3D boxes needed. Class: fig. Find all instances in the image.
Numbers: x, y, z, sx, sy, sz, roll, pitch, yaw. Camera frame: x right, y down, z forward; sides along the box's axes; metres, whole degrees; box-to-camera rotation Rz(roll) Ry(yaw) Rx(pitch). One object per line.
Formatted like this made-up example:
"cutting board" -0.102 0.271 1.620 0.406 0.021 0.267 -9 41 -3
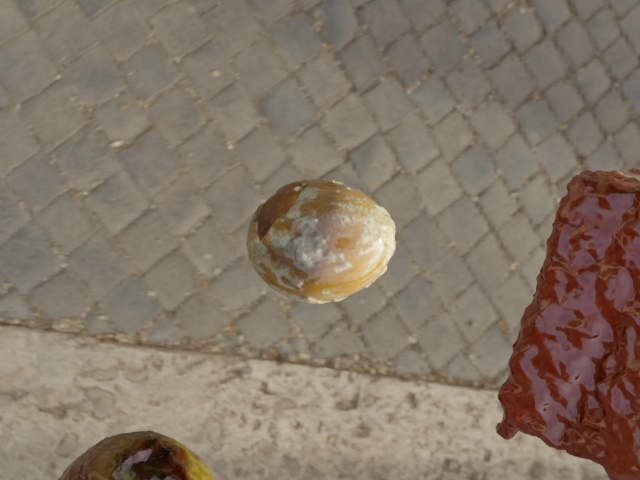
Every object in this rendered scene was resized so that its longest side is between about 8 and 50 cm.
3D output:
"fig" -0.231 0.435 1.829 0.368 0.286 0.286 13 82 -56

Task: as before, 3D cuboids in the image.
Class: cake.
"cake" 0.362 0.096 1.088 0.319 0.269 0.270 -3 113 -55

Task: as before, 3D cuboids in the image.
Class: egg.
"egg" 0.000 0.000 1.801 0.195 0.233 0.195 9 80 -63
